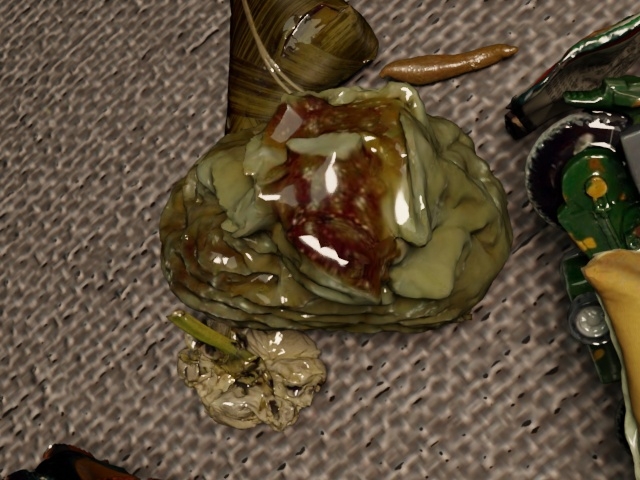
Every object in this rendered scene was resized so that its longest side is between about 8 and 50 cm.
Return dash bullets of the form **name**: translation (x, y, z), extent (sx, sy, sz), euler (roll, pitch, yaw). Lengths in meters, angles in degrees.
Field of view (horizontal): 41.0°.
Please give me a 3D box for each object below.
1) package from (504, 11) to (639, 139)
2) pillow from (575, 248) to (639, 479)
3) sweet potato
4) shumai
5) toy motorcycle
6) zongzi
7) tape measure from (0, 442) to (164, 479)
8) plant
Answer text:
- **package**: translation (0.192, -0.128, 0.569), extent (0.166, 0.232, 0.040), euler (-35, 84, 11)
- **pillow**: translation (0.303, 0.124, 0.404), extent (0.312, 0.119, 0.310), euler (-10, 93, 12)
- **sweet potato**: translation (0.106, -0.146, 0.712), extent (0.115, 0.026, 0.026), euler (-9, 70, 12)
- **shumai**: translation (0.014, -0.035, 0.578), extent (0.256, 0.218, 0.189), euler (-3, 75, -4)
- **toy motorcycle**: translation (0.239, 0.019, 0.512), extent (0.187, 0.125, 0.274), euler (-21, 108, 19)
- **zongzi**: translation (-0.067, -0.171, 0.761), extent (0.184, 0.084, 0.187), euler (-45, 56, 13)
- **tape measure**: translation (-0.128, 0.229, 0.563), extent (0.202, 0.223, 0.135), euler (32, 84, 12)
- **plant**: translation (-0.061, 0.084, 0.649), extent (0.117, 0.122, 0.104), euler (14, 67, 31)
